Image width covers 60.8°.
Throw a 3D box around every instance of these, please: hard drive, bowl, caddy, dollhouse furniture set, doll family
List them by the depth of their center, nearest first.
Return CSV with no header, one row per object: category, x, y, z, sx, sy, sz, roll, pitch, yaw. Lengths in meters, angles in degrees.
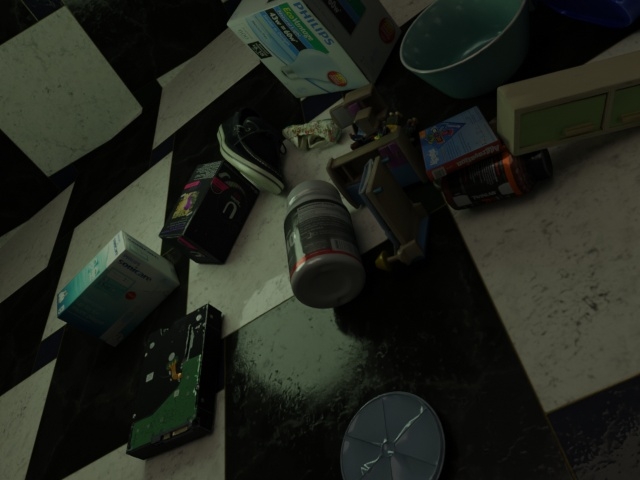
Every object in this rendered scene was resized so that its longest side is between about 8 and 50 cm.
caddy,0.584,-0.596,1.134,0.179,0.241,0.341,-47,38,9
dollhouse furniture set,0.080,-0.112,1.160,0.198,0.286,0.303,-21,33,31
bowl,0.363,-0.460,1.291,0.312,0.163,0.311,-26,43,27
hard drive,-0.359,0.348,1.369,0.237,0.064,0.338,-29,40,23
doll family,0.157,-0.270,1.406,0.193,0.076,0.111,5,66,52

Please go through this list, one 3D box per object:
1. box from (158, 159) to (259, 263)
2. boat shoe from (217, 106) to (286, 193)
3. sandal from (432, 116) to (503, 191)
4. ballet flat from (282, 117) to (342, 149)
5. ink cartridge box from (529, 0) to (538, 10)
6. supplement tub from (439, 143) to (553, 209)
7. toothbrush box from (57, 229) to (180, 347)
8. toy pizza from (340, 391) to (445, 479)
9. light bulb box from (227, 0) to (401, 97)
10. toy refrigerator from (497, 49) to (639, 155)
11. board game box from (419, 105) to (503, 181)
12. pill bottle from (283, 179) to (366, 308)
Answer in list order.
box,-0.329,-0.084,1.634,0.143,0.165,0.270,-1,58,44
boat shoe,-0.203,-0.295,1.687,0.156,0.187,0.500,-48,32,10
sandal,0.323,-0.198,1.183,0.219,0.060,0.090,-42,38,7
ballet flat,-0.035,-0.308,1.618,0.241,0.091,0.077,1,81,49
ink cartridge box,0.507,-0.688,1.419,0.134,0.078,0.231,0,58,44
supplement tub,0.343,-0.130,1.067,0.198,0.106,0.106,-15,48,36
toothbrush box,-0.617,0.150,1.670,0.295,0.216,0.126,-44,38,4
toy pizza,0.121,0.355,0.920,0.201,0.032,0.201,-25,44,27
light bulb box,-0.018,-0.649,1.669,0.361,0.358,0.225,8,65,49
toy refrigerator,0.463,-0.242,0.970,0.270,0.102,0.094,-14,43,3
board game box,0.284,-0.209,1.142,0.145,0.027,0.281,-22,22,17
pill bottle,0.000,0.000,1.243,0.161,0.161,0.283,-33,40,19
